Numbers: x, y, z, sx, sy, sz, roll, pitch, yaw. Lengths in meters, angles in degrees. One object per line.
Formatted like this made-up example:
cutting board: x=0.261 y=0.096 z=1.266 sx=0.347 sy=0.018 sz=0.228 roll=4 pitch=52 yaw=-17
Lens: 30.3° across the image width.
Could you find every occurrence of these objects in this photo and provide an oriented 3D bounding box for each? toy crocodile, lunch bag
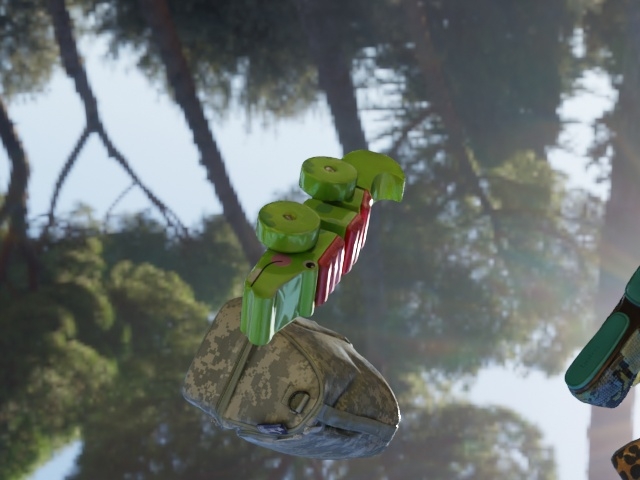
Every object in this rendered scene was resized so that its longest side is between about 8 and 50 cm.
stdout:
toy crocodile: x=0.000 y=0.000 z=1.273 sx=0.105 sy=0.115 sz=0.340 roll=16 pitch=-150 yaw=13
lunch bag: x=-0.033 y=0.243 z=1.918 sx=0.256 sy=0.213 sz=0.305 roll=24 pitch=178 yaw=36

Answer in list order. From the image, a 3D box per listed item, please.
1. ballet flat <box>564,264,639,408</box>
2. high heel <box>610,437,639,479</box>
ballet flat: x=0.292 y=0.070 z=1.045 sx=0.070 sy=0.188 sz=0.070 roll=35 pitch=-169 yaw=-8
high heel: x=0.359 y=0.314 z=1.114 sx=0.186 sy=0.261 sz=0.093 roll=9 pitch=-169 yaw=32
